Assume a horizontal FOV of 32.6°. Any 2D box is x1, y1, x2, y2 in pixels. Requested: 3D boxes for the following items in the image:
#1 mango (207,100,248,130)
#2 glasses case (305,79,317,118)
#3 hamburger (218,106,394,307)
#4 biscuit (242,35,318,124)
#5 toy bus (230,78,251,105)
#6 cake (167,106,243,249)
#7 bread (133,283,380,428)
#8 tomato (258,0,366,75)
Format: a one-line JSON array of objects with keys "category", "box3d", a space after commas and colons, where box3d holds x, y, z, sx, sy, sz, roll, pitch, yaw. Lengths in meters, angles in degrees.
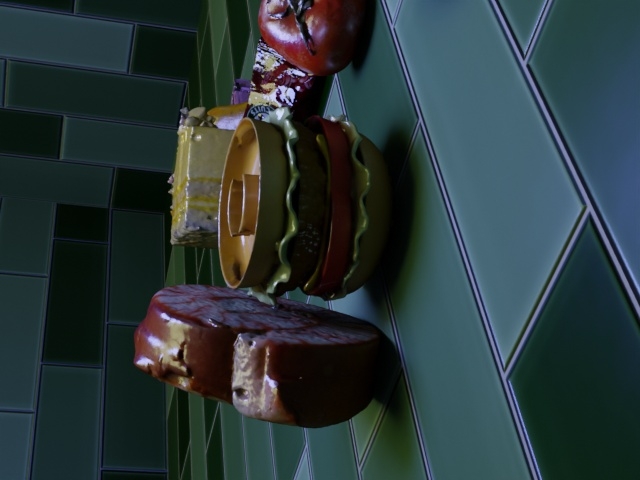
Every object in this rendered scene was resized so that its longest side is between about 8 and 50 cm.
[{"category": "mango", "box3d": [-0.187, -0.249, 2.445, 0.090, 0.178, 0.115, -45, -56, -62]}, {"category": "glasses case", "box3d": [-0.027, -0.325, 2.020, 0.072, 0.042, 0.190, 51, 135, 50]}, {"category": "hamburger", "box3d": [-0.013, -0.042, 1.487, 0.274, 0.212, 0.274, -176, 90, -73]}, {"category": "biscuit", "box3d": [-0.075, -0.244, 1.999, 0.151, 0.063, 0.235, 24, 115, 29]}, {"category": "toy bus", "box3d": [-0.176, -0.302, 2.585, 0.203, 0.063, 0.090, -100, 20, -51]}, {"category": "cake", "box3d": [-0.176, -0.133, 2.172, 0.222, 0.227, 0.286, 150, 123, -72]}, {"category": "bread", "box3d": [-0.079, 0.147, 1.482, 0.295, 0.328, 0.114, -6, -72, -63]}, {"category": "tomato", "box3d": [-0.001, -0.353, 1.723, 0.187, 0.151, 0.187, -8, 76, 33]}]
